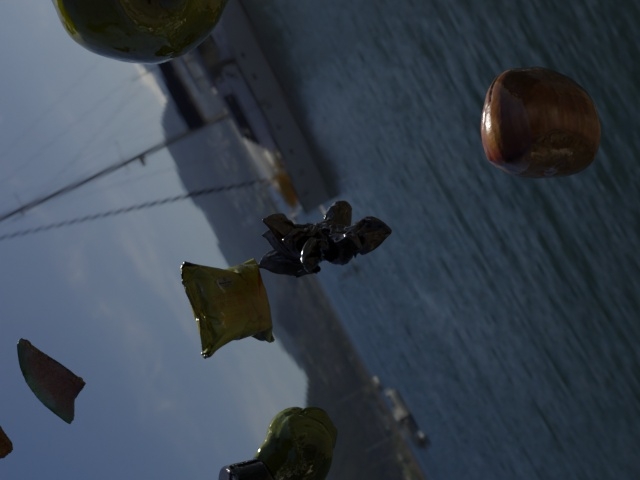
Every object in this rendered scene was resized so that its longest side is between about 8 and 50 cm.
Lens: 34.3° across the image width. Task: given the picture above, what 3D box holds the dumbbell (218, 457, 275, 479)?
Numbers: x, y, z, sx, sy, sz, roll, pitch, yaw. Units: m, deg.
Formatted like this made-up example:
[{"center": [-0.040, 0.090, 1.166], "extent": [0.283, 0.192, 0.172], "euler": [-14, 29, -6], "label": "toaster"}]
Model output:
[{"center": [-0.165, 0.381, 1.357], "extent": [0.152, 0.218, 0.152], "euler": [171, 90, -70], "label": "dumbbell"}]

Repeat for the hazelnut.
[{"center": [0.280, -0.152, 1.319], "extent": [0.150, 0.150, 0.150], "euler": [61, 179, 2], "label": "hazelnut"}]

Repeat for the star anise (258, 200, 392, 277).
[{"center": [-0.003, 0.001, 1.900], "extent": [0.282, 0.212, 0.129], "euler": [-166, 67, -67], "label": "star anise"}]

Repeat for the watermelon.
[{"center": [-0.469, 0.227, 1.812], "extent": [0.155, 0.080, 0.101], "euler": [36, -159, -14], "label": "watermelon"}]

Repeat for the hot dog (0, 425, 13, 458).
[{"center": [-0.602, 0.363, 1.911], "extent": [0.083, 0.035, 0.058], "euler": [57, -149, -11], "label": "hot dog"}]

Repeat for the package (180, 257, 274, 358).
[{"center": [-0.154, 0.109, 1.790], "extent": [0.226, 0.090, 0.168], "euler": [-7, -99, -62], "label": "package"}]

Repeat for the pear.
[{"center": [-0.252, -0.371, 1.434], "extent": [0.253, 0.253, 0.307], "euler": [62, -178, -32], "label": "pear"}]

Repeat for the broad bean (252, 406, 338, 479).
[{"center": [-0.043, 0.325, 1.535], "extent": [0.124, 0.174, 0.082], "euler": [17, -165, -26], "label": "broad bean"}]
